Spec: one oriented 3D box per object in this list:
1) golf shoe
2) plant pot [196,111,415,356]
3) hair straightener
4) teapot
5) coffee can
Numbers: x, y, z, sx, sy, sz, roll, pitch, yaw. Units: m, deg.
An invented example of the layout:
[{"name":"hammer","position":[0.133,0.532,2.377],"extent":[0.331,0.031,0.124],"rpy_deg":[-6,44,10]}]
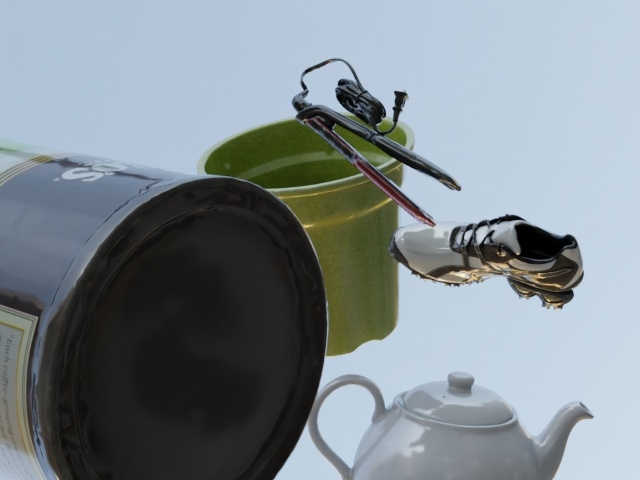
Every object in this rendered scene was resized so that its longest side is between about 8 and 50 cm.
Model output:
[{"name":"golf shoe","position":[0.168,0.002,1.328],"extent":[0.094,0.198,0.077],"rpy_deg":[89,-166,-53]},{"name":"plant pot","position":[0.000,0.000,1.690],"extent":[0.276,0.276,0.253],"rpy_deg":[-25,-63,-32]},{"name":"hair straightener","position":[0.054,-0.108,1.264],"extent":[0.089,0.230,0.047],"rpy_deg":[-52,-38,6]},{"name":"teapot","position":[0.154,0.252,1.619],"extent":[0.256,0.253,0.187],"rpy_deg":[-5,-76,-41]},{"name":"coffee can","position":[-0.164,0.044,0.788],"extent":[0.202,0.275,0.201],"rpy_deg":[-15,-69,-47]}]
